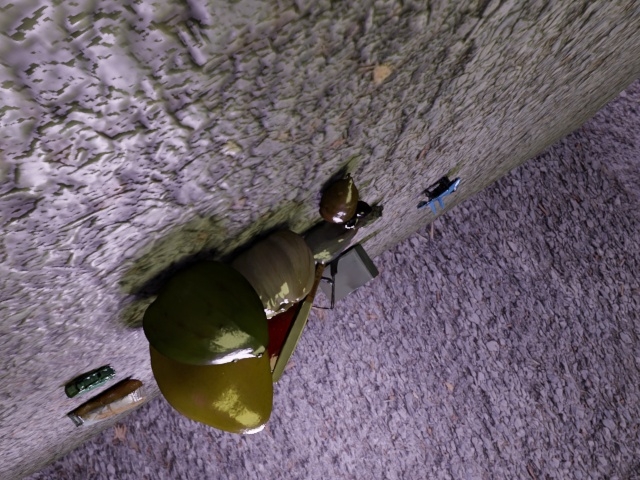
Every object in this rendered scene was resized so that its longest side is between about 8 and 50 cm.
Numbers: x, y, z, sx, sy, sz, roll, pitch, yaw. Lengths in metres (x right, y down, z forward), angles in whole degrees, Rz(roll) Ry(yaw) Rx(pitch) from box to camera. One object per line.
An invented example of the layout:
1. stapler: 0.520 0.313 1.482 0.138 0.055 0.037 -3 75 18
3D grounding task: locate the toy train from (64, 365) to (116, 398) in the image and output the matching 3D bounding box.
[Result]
1. toy train: -0.579 0.356 1.528 0.070 0.038 0.148 -32 173 16

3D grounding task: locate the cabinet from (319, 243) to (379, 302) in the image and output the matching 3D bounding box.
1. cabinet: 0.105 0.135 2.440 0.206 0.150 0.145 -34 177 16

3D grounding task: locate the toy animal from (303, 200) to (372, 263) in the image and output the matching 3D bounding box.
1. toy animal: 0.001 0.009 1.472 0.324 0.090 0.195 -45 162 19

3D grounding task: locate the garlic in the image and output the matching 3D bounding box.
1. garlic: -0.106 0.080 1.266 0.227 0.152 0.228 -37 173 -5

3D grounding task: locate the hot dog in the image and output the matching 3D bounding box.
1. hot dog: -0.727 0.560 2.063 0.270 0.082 0.163 -22 161 -15

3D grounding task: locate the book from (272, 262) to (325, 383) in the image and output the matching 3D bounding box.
1. book: -0.041 0.165 1.592 0.389 0.032 0.269 -69 -178 -64

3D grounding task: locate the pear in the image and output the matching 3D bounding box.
1. pear: -0.249 0.301 1.401 0.284 0.337 0.285 -15 180 0

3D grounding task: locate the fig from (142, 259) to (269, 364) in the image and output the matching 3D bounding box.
1. fig: -0.195 0.147 1.091 0.203 0.225 0.203 -51 -173 9

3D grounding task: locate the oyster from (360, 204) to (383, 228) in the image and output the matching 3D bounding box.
1. oyster: 0.130 -0.074 1.721 0.098 0.037 0.100 -16 -155 37

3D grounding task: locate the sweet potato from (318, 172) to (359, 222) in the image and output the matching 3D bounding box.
1. sweet potato: 0.032 -0.066 1.196 0.074 0.075 0.269 -31 176 -13

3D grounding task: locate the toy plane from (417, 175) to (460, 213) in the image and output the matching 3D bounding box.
1. toy plane: 0.422 -0.174 2.072 0.169 0.078 0.246 -30 165 -19

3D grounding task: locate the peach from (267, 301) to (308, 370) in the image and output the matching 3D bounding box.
1. peach: -0.183 0.297 1.845 0.338 0.281 0.281 -16 170 -8

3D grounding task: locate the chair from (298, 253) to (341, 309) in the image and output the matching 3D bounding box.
1. chair: -0.005 0.145 2.275 0.145 0.221 0.140 10 175 5
